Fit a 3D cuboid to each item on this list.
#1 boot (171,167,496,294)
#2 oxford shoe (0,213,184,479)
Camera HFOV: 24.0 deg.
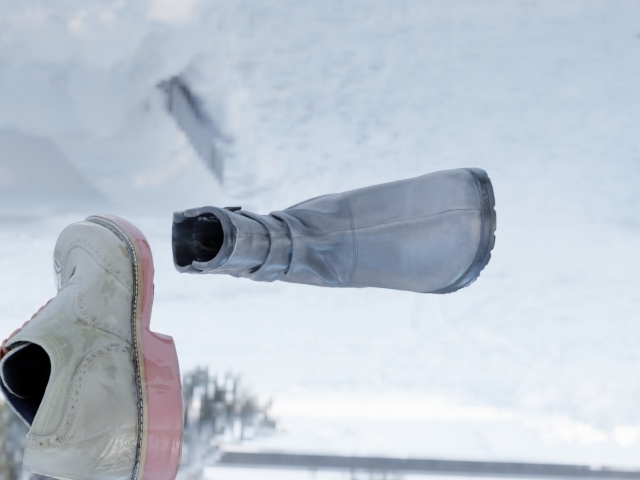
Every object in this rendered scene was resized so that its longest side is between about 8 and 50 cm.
[{"bbox_3d":[0.000,0.000,1.451,0.223,0.118,0.338,3,168,-29],"label":"boot"},{"bbox_3d":[-0.199,0.072,1.216,0.130,0.123,0.348,1,-156,-17],"label":"oxford shoe"}]
